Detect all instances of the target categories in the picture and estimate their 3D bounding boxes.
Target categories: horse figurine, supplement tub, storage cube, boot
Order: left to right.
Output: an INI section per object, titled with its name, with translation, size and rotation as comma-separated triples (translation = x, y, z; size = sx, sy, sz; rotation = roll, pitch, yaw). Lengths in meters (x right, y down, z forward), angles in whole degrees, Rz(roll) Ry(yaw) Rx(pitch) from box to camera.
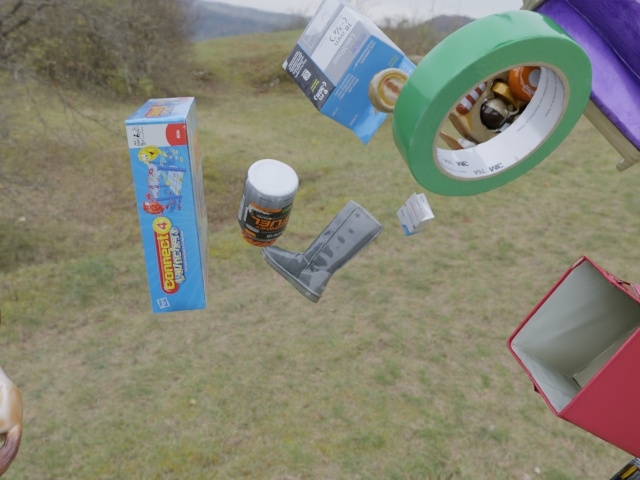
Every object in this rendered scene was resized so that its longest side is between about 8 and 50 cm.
[horse figurine]
translation = -0.449, 0.194, 0.722
size = 0.174, 0.066, 0.263
rotation = -28, 76, -22
[supplement tub]
translation = -0.122, -0.078, 1.303
size = 0.116, 0.191, 0.117
rotation = 8, 50, -10
[boot]
translation = 0.000, 0.000, 1.175
size = 0.189, 0.209, 0.076
rotation = 37, 3, 26
[storage cube]
translation = 0.435, 0.173, 0.860
size = 0.193, 0.215, 0.184
rotation = 29, 17, -17

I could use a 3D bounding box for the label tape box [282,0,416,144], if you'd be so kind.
[label tape box]
translation = 0.069, -0.452, 1.513
size = 0.105, 0.241, 0.334
rotation = 6, 40, -46

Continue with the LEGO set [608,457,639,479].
[LEGO set]
translation = 0.517, 0.523, 0.963
size = 0.331, 0.192, 0.255
rotation = -28, 56, -8

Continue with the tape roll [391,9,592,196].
[tape roll]
translation = 0.280, -0.211, 0.954
size = 0.320, 0.321, 0.077
rotation = 0, 48, -26

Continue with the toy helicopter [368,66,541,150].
[toy helicopter]
translation = 0.260, -0.251, 1.124
size = 0.354, 0.235, 0.140
rotation = 5, 11, -15

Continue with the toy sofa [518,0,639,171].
[toy sofa]
translation = 0.506, -0.318, 1.017
size = 0.150, 0.177, 0.363
rotation = -40, 88, -25

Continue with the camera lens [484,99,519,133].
[camera lens]
translation = 0.490, -0.357, 1.346
size = 0.219, 0.220, 0.274
rotation = 10, -15, 0

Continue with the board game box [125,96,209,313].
[board game box]
translation = -0.250, -0.078, 1.000
size = 0.086, 0.302, 0.308
rotation = -5, 19, -8

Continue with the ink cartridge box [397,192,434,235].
[ink cartridge box]
translation = 0.166, -0.047, 0.995
size = 0.028, 0.083, 0.048
rotation = -15, 72, -20
